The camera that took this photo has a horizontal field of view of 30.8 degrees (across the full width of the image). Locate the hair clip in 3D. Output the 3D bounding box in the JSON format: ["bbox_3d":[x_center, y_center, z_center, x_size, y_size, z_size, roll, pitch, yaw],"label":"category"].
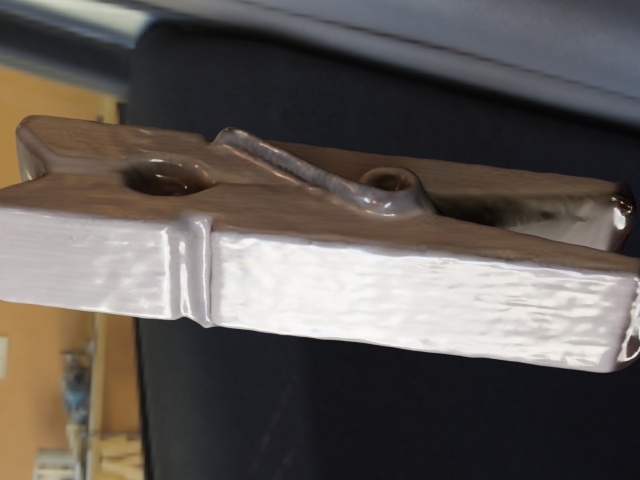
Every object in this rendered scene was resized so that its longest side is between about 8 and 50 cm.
[{"bbox_3d":[0.000,-0.003,0.591,0.101,0.330,0.085,-80,-2,-48],"label":"hair clip"}]
